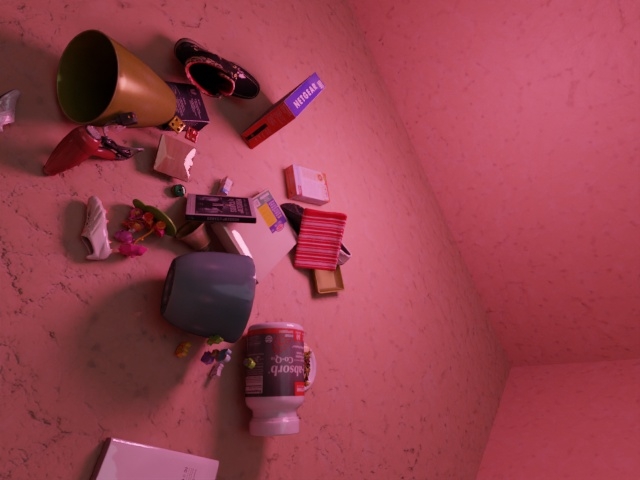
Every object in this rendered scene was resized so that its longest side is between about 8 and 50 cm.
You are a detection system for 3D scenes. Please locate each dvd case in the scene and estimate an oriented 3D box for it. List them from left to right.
[{"bbox_3d":[-0.357,-0.115,1.459,0.238,0.030,0.179,1,29,-17],"label":"dvd case"}]

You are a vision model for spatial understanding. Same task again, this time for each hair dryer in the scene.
[{"bbox_3d":[-0.671,-0.262,1.221,0.293,0.224,0.080,-27,75,-28],"label":"hair dryer"}]

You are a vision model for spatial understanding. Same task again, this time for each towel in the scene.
[{"bbox_3d":[0.000,0.000,1.790,0.198,0.031,0.275,8,104,-12],"label":"towel"}]

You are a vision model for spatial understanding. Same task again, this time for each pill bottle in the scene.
[{"bbox_3d":[-0.160,0.486,1.445,0.210,0.210,0.363,18,61,-43],"label":"pill bottle"}]

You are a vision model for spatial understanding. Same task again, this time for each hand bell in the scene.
[{"bbox_3d":[-0.402,0.043,1.466,0.242,0.126,0.126,61,39,-30],"label":"hand bell"}]

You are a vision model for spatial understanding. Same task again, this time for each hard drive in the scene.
[{"bbox_3d":[-0.469,0.711,1.133,0.353,0.047,0.233,36,51,-34],"label":"hard drive"}]

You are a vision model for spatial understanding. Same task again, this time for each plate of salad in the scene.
[{"bbox_3d":[-0.080,0.509,1.650,0.199,0.048,0.200,22,59,-42],"label":"plate of salad"}]

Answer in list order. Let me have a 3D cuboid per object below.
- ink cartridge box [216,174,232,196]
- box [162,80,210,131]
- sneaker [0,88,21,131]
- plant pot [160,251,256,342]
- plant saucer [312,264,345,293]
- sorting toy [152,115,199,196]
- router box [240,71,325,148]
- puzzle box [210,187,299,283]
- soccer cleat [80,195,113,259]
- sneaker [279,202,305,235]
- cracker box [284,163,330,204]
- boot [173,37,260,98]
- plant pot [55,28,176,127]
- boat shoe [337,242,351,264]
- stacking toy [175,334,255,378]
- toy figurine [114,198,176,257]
[{"bbox_3d":[-0.380,-0.214,1.614,0.028,0.048,0.083,35,51,-34],"label":"ink cartridge box"},{"bbox_3d":[-0.526,-0.502,1.537,0.158,0.093,0.156,-16,87,-49],"label":"box"},{"bbox_3d":[-0.877,-0.359,1.127,0.061,0.053,0.152,51,44,-43],"label":"sneaker"},{"bbox_3d":[-0.369,0.167,1.299,0.235,0.293,0.293,15,63,-28],"label":"plant pot"},{"bbox_3d":[0.024,0.155,1.914,0.188,0.045,0.188,2,73,-48],"label":"plant saucer"},{"bbox_3d":[-0.526,-0.301,1.456,0.132,0.046,0.275,18,79,-45],"label":"sorting toy"},{"bbox_3d":[-0.165,-0.578,1.811,0.082,0.301,0.336,50,44,-20],"label":"router box"},{"bbox_3d":[-0.241,-0.028,1.624,0.272,0.052,0.409,60,28,-11],"label":"puzzle box"},{"bbox_3d":[-0.672,-0.038,1.205,0.076,0.068,0.197,-8,83,-46],"label":"soccer cleat"},{"bbox_3d":[-0.076,-0.062,1.845,0.286,0.130,0.109,34,24,-6],"label":"sneaker"},{"bbox_3d":[-0.063,-0.266,1.976,0.232,0.067,0.156,8,68,-47],"label":"cracker box"},{"bbox_3d":[-0.389,-0.644,1.618,0.377,0.138,0.284,24,23,-36],"label":"boot"},{"bbox_3d":[-0.626,-0.478,1.319,0.293,0.274,0.275,-2,75,-66],"label":"plant pot"},{"bbox_3d":[0.048,-0.009,1.934,0.268,0.088,0.096,56,34,11],"label":"boat shoe"},{"bbox_3d":[-0.334,0.373,1.294,0.167,0.221,0.052,46,42,-31],"label":"stacking toy"},{"bbox_3d":[-0.578,-0.026,1.284,0.173,0.130,0.159,38,56,-3],"label":"toy figurine"}]
